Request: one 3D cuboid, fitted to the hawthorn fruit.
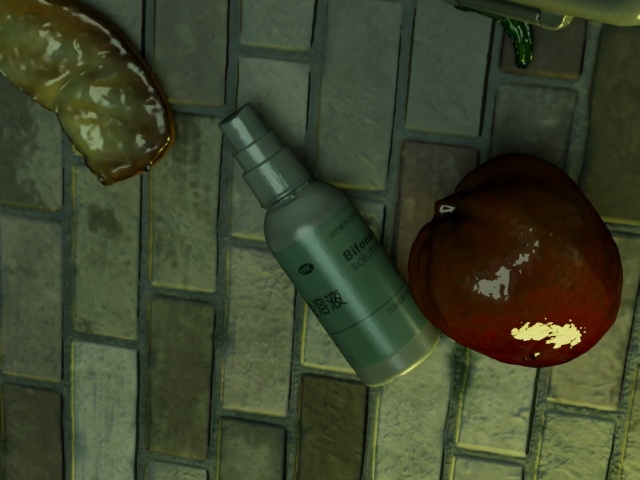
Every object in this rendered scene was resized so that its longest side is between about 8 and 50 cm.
[{"bbox_3d":[0.228,0.036,1.364,0.261,0.224,0.224,36,113,-19],"label":"hawthorn fruit"}]

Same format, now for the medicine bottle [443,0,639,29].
[{"bbox_3d":[0.199,-0.353,1.192,0.375,0.123,0.282,23,119,37],"label":"medicine bottle"}]

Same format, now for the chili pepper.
[{"bbox_3d":[0.196,-0.241,1.363,0.118,0.035,0.055,40,125,-14],"label":"chili pepper"}]

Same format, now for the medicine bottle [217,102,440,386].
[{"bbox_3d":[0.000,0.000,1.444,0.110,0.110,0.352,-31,101,20],"label":"medicine bottle"}]

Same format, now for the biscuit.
[{"bbox_3d":[-0.292,-0.201,1.471,0.154,0.045,0.299,-41,96,22],"label":"biscuit"}]
